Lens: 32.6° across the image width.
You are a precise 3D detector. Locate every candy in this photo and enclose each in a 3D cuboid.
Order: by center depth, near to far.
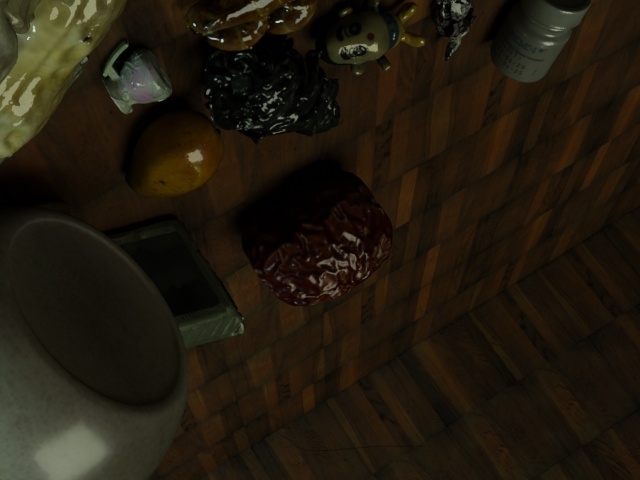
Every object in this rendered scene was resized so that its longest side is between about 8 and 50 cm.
[{"bbox_3d":[0.196,-0.333,1.557,0.094,0.051,0.226,-35,160,-9],"label":"candy"}]

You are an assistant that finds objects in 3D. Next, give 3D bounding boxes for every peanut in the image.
[{"bbox_3d":[-0.266,-0.203,0.991,0.313,0.149,0.149,-49,156,27],"label":"peanut"}]

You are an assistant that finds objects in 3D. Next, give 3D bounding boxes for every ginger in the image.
[{"bbox_3d":[-0.075,-0.270,1.248,0.162,0.073,0.103,-28,146,0],"label":"ginger"}]

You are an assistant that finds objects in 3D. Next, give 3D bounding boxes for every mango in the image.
[{"bbox_3d":[-0.185,-0.105,1.413,0.115,0.089,0.165,-3,153,-22],"label":"mango"}]

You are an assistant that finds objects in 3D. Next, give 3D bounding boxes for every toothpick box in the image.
[{"bbox_3d":[-0.400,0.201,1.307,0.425,0.409,0.409,-37,161,21],"label":"toothpick box"}]

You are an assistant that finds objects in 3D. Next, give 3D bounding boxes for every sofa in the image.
[{"bbox_3d":[-0.262,0.105,1.605,0.225,0.210,0.176,-19,153,-39],"label":"sofa"}]

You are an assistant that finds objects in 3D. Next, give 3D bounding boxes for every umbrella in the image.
[{"bbox_3d":[-0.034,-0.195,1.420,0.154,0.128,0.337,-22,175,28],"label":"umbrella"}]

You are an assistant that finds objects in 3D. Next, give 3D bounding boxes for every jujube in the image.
[{"bbox_3d":[0.000,0.000,1.803,0.232,0.213,0.213,-36,160,-2],"label":"jujube"}]

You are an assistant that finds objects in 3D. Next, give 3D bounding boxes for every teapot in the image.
[{"bbox_3d":[-0.214,-0.186,1.246,0.064,0.064,0.083,-30,129,8],"label":"teapot"}]

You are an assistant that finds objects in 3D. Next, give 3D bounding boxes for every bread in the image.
[{"bbox_3d":[-0.350,-0.011,1.432,0.072,0.053,0.106,-5,150,-12],"label":"bread"}]

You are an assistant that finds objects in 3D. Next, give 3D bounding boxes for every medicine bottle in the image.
[{"bbox_3d":[0.339,-0.334,1.702,0.105,0.105,0.168,-23,158,-29],"label":"medicine bottle"}]

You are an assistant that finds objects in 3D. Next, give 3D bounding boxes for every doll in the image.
[{"bbox_3d":[0.067,-0.272,1.450,0.179,0.102,0.089,-24,-164,-29],"label":"doll"}]

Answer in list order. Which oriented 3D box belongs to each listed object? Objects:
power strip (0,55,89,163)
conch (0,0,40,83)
[{"bbox_3d":[-0.352,-0.100,1.137,0.286,0.048,0.080,-51,168,7],"label":"power strip"},{"bbox_3d":[-0.333,-0.177,0.843,0.324,0.263,0.186,-7,178,12],"label":"conch"}]
